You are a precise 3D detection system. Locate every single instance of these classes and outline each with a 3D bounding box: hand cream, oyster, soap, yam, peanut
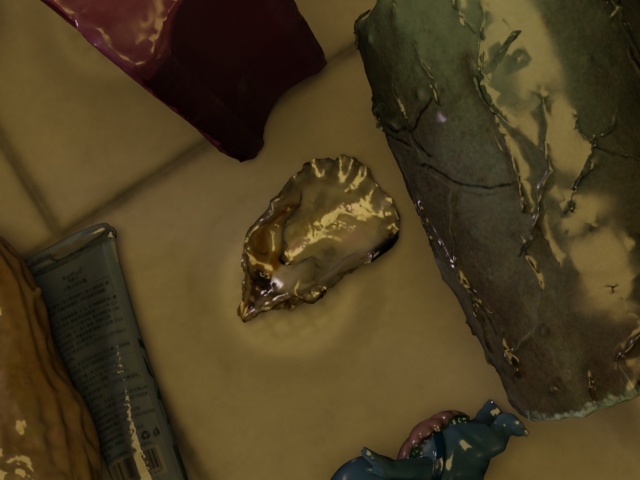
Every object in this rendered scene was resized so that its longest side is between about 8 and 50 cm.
[{"bbox_3d":[-0.165,0.115,1.239,0.088,0.055,0.256,-25,79,14],"label":"hand cream"},{"bbox_3d":[0.000,0.000,1.235,0.121,0.045,0.146,8,78,10],"label":"oyster"},{"bbox_3d":[-0.137,-0.191,1.113,0.233,0.359,0.128,40,90,9],"label":"soap"},{"bbox_3d":[0.174,-0.058,1.119,0.241,0.241,0.348,-19,86,4],"label":"yam"},{"bbox_3d":[-0.275,0.101,1.215,0.149,0.149,0.313,-25,79,3],"label":"peanut"}]

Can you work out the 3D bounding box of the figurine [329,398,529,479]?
[{"bbox_3d":[0.091,0.205,1.178,0.178,0.114,0.144,-39,83,-7],"label":"figurine"}]
